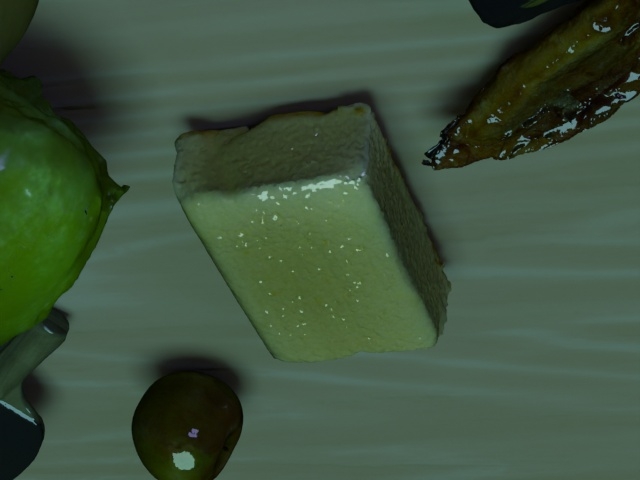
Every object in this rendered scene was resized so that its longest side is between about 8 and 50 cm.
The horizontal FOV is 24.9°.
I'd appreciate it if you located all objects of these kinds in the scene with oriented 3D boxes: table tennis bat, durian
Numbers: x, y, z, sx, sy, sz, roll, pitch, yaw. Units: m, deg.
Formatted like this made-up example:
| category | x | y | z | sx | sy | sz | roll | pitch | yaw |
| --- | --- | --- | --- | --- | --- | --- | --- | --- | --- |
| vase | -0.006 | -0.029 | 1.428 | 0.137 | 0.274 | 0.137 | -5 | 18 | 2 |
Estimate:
| category | x | y | z | sx | sy | sz | roll | pitch | yaw |
| --- | --- | --- | --- | --- | --- | --- | --- | --- | --- |
| table tennis bat | -0.268 | 0.124 | 1.121 | 0.138 | 0.022 | 0.246 | 34 | 127 | -17 |
| durian | -0.291 | -0.008 | 0.833 | 0.340 | 0.204 | 0.255 | 13 | 131 | -11 |

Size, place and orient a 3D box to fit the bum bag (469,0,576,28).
| category | x | y | z | sx | sy | sz | roll | pitch | yaw |
| --- | --- | --- | --- | --- | --- | --- | --- | --- | --- |
| bum bag | 0.067 | -0.185 | 0.655 | 0.107 | 0.060 | 0.232 | -25 | 136 | 23 |

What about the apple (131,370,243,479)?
| category | x | y | z | sx | sy | sz | roll | pitch | yaw |
| --- | --- | --- | --- | --- | --- | --- | --- | --- | --- |
| apple | -0.100 | 0.144 | 1.097 | 0.074 | 0.089 | 0.089 | 13 | 147 | 22 |

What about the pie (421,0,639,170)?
| category | x | y | z | sx | sy | sz | roll | pitch | yaw |
| --- | --- | --- | --- | --- | --- | --- | --- | --- | --- |
| pie | 0.140 | -0.091 | 0.794 | 0.088 | 0.033 | 0.191 | 11 | 145 | -33 |

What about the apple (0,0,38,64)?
| category | x | y | z | sx | sy | sz | roll | pitch | yaw |
| --- | --- | --- | --- | --- | --- | --- | --- | --- | --- |
| apple | -0.247 | -0.134 | 0.614 | 0.262 | 0.262 | 0.262 | 4 | 143 | 3 |

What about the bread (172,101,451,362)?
| category | x | y | z | sx | sy | sz | roll | pitch | yaw |
| --- | --- | --- | --- | --- | --- | --- | --- | --- | --- |
| bread | 0.000 | -0.001 | 0.906 | 0.125 | 0.068 | 0.188 | -8 | 141 | 18 |
